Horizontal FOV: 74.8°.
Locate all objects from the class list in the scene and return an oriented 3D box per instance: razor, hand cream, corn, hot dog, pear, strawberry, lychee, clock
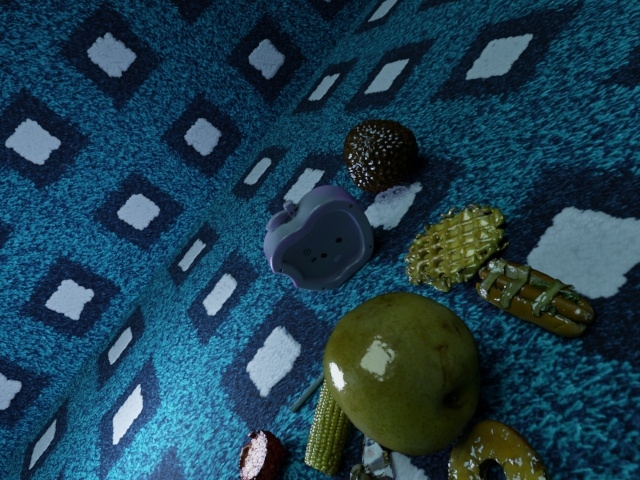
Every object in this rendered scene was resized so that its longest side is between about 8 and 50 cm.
[{"bbox_3d":[-0.014,0.396,1.161,0.211,0.036,0.084,-54,6,3],"label":"razor"},{"bbox_3d":[0.120,0.468,0.898,0.062,0.039,0.163,-25,38,9],"label":"hand cream"},{"bbox_3d":[0.031,0.426,1.005,0.093,0.093,0.244,-16,45,43],"label":"corn"},{"bbox_3d":[0.430,0.111,0.856,0.109,0.072,0.269,-54,30,-3],"label":"hot dog"},{"bbox_3d":[0.162,0.250,0.833,0.314,0.314,0.314,-33,34,26],"label":"pear"},{"bbox_3d":[-0.152,0.571,1.086,0.145,0.086,0.145,-33,33,25],"label":"strawberry"},{"bbox_3d":[0.207,-0.294,1.433,0.268,0.267,0.267,-33,34,26],"label":"lychee"},{"bbox_3d":[0.000,0.000,1.291,0.338,0.339,0.102,-44,36,10],"label":"clock"}]

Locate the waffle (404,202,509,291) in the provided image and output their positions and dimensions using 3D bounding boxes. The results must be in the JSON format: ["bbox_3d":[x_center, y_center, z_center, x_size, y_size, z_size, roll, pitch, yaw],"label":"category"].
[{"bbox_3d":[0.339,0.011,1.092,0.280,0.060,0.262,-52,31,-4],"label":"waffle"}]

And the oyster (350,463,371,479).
[{"bbox_3d":[0.068,0.636,0.738,0.204,0.111,0.395,10,65,38],"label":"oyster"}]

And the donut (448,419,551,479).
[{"bbox_3d":[0.306,0.403,0.704,0.162,0.065,0.178,-47,31,15],"label":"donut"}]
